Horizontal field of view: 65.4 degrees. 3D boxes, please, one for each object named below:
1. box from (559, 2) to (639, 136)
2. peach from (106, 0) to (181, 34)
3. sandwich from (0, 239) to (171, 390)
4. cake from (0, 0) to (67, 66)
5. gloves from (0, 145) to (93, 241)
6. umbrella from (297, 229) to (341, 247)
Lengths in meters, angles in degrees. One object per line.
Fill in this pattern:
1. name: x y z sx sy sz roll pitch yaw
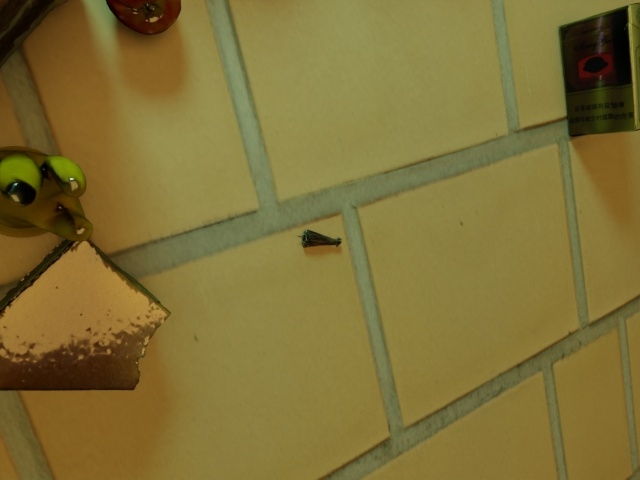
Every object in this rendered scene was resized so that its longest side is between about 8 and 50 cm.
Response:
1. box: 0.590 -0.343 1.028 0.071 0.159 0.239 -18 105 -23
2. peach: -0.229 -0.323 0.642 0.101 0.101 0.100 -3 97 -27
3. sandwich: -0.319 0.127 0.632 0.220 0.108 0.186 -48 113 -17
4. cake: -0.382 -0.278 0.453 0.256 0.290 0.281 39 79 -24
5. gloves: -0.316 -0.050 0.510 0.133 0.294 0.116 -12 100 -27
6. umbrella: -0.001 0.000 0.837 0.083 0.020 0.031 6 93 -33
